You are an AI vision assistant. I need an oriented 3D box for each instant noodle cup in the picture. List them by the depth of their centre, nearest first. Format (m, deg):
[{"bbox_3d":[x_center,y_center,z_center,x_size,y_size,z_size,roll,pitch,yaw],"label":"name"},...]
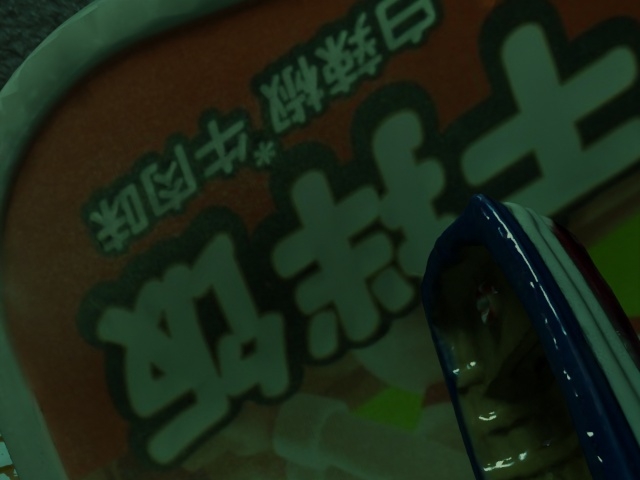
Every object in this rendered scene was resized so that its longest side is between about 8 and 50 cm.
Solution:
[{"bbox_3d":[0.060,0.002,0.571,0.294,0.293,0.308,-18,9,17],"label":"instant noodle cup"}]

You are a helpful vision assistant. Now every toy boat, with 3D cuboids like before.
[{"bbox_3d":[0.076,0.095,0.351,0.046,0.228,0.080,-9,-28,-20],"label":"toy boat"}]

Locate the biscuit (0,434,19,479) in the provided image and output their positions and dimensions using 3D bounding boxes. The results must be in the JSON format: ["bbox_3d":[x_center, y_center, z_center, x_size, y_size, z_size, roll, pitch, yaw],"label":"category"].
[{"bbox_3d":[-0.088,0.092,0.767,0.229,0.031,0.176,3,44,-2],"label":"biscuit"}]
